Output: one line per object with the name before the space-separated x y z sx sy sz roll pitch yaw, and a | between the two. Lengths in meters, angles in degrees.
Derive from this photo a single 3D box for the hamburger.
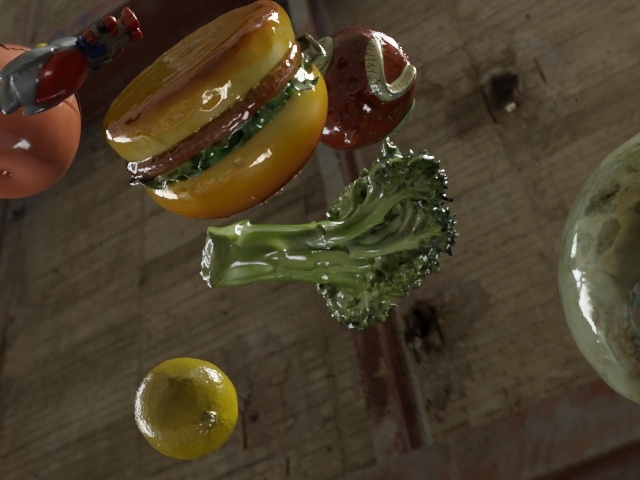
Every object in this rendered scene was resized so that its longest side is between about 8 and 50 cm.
hamburger | -0.093 -0.125 0.891 0.246 0.170 0.246 -29 -157 14

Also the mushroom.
mushroom | 0.432 0.027 1.000 0.260 0.352 0.352 6 -120 52

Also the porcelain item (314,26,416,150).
porcelain item | 0.070 -0.269 1.635 0.253 0.253 0.253 -20 -132 23

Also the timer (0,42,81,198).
timer | -0.496 -0.188 1.358 0.230 0.229 0.215 -19 -120 23

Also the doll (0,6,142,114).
doll | -0.293 -0.201 0.982 0.195 0.062 0.104 -35 -172 -11

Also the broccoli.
broccoli | 0.012 0.026 1.415 0.397 0.353 0.275 -32 -142 -12

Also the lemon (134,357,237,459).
lemon | -0.234 0.295 1.510 0.203 0.178 0.178 1 -124 58
